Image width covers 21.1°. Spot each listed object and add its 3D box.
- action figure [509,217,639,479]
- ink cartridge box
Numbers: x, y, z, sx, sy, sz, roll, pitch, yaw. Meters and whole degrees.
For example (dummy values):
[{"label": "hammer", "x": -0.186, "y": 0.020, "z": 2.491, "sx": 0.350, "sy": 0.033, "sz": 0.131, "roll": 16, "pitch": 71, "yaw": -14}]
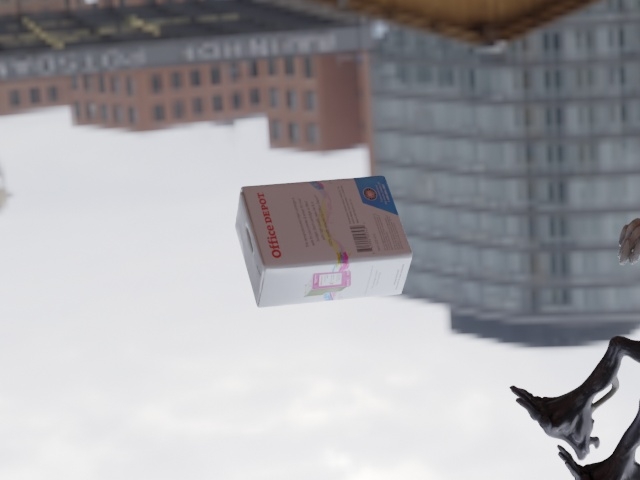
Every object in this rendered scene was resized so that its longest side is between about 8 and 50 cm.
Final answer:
[{"label": "action figure", "x": 0.274, "y": 0.070, "z": 1.222, "sx": 0.141, "sy": 0.276, "sz": 0.164, "roll": 38, "pitch": -163, "yaw": -42}, {"label": "ink cartridge box", "x": 0.000, "y": 0.000, "z": 1.366, "sx": 0.122, "sy": 0.052, "sz": 0.088, "roll": -4, "pitch": -130, "yaw": -16}]
